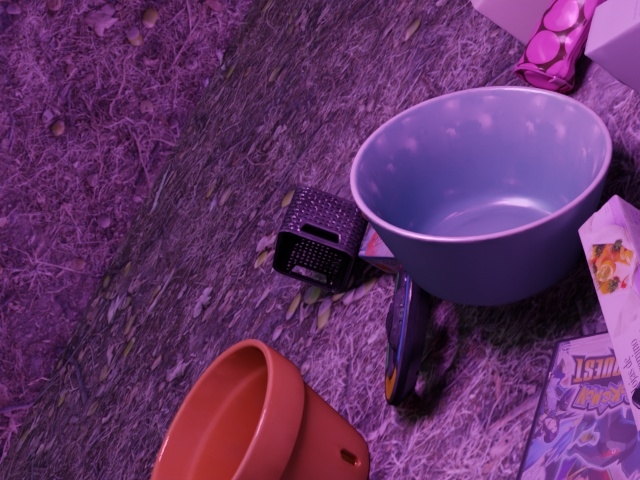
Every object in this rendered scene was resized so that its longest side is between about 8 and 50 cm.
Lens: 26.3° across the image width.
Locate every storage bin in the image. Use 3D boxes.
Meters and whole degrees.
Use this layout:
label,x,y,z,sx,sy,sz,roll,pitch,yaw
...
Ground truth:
label,x,y,z,sx,sy,sz,roll,pitch,yaw
storage bin,0.000,0.000,2.115,0.180,0.122,0.084,105,-175,-68

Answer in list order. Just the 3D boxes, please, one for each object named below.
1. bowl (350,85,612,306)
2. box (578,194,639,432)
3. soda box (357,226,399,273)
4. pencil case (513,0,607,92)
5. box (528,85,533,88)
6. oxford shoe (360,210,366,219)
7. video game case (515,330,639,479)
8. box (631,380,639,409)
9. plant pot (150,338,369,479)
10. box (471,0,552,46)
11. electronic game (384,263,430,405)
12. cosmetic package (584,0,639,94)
label,x,y,z,sx,sy,sz,roll,pitch,yaw
bowl,0.204,-0.038,1.658,0.311,0.163,0.311,-10,37,8
box,0.329,0.076,1.380,0.063,0.067,0.324,-48,25,28
soda box,0.127,0.013,1.978,0.183,0.063,0.058,0,62,65
pencil case,0.351,-0.301,1.871,0.098,0.095,0.209,27,89,51
box,0.288,-0.149,1.890,0.081,0.028,0.136,-50,27,22
oxford shoe,0.152,-0.082,1.983,0.212,0.076,0.076,-34,48,14
video game case,0.307,0.201,1.403,0.275,0.035,0.248,-20,45,57
box,0.436,0.075,0.949,0.296,0.294,0.183,-59,25,1
plant pot,-0.071,0.305,1.848,0.291,0.203,0.291,-46,27,31
box,0.331,-0.422,2.004,0.232,0.127,0.148,-49,25,23
electronic game,0.110,0.104,1.808,0.229,0.048,0.229,-173,90,-89
cosmetic package,0.435,-0.265,1.609,0.231,0.117,0.085,-26,39,51
